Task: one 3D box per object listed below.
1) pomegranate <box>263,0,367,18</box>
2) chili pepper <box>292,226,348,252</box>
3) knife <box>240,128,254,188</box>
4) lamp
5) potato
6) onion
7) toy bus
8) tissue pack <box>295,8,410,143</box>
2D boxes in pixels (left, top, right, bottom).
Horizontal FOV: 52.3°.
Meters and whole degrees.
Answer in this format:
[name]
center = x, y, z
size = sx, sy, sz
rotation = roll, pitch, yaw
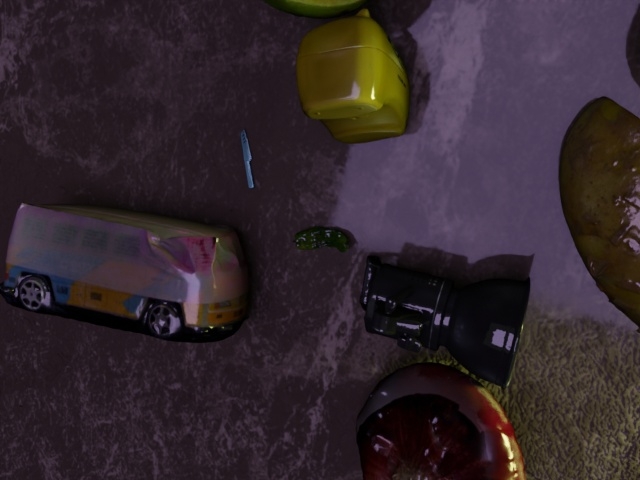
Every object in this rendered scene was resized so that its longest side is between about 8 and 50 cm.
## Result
[pomegranate]
center = -0.038, -0.408, 0.768
size = 0.340, 0.260, 0.261
rotation = 18, 108, -4
[chili pepper]
center = 0.001, -0.001, 0.970
size = 0.091, 0.034, 0.030
rotation = 3, 135, 18
[knife]
center = -0.111, -0.124, 0.992
size = 0.014, 0.005, 0.091
rotation = -6, 99, 22
[lamp]
center = 0.147, 0.097, 0.861
size = 0.227, 0.172, 0.147
rotation = 13, 107, 15
[potato]
center = 0.385, -0.030, 0.764
size = 0.176, 0.141, 0.298
rotation = -25, 93, 12
[onion]
center = 0.178, 0.302, 0.904
size = 0.272, 0.195, 0.272
rotation = -6, 82, 50
[toy bus]
center = -0.294, 0.037, 1.005
size = 0.386, 0.171, 0.162
rotation = 9, 101, 17
[tissue pack]
center = 0.045, -0.204, 0.829
size = 0.123, 0.178, 0.127
rotation = -5, 79, 21
